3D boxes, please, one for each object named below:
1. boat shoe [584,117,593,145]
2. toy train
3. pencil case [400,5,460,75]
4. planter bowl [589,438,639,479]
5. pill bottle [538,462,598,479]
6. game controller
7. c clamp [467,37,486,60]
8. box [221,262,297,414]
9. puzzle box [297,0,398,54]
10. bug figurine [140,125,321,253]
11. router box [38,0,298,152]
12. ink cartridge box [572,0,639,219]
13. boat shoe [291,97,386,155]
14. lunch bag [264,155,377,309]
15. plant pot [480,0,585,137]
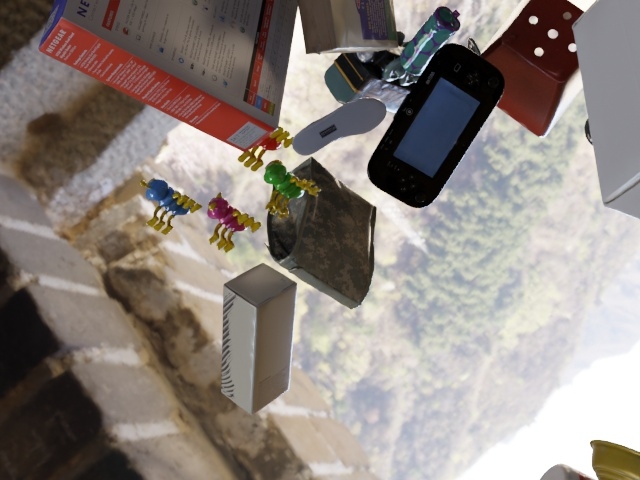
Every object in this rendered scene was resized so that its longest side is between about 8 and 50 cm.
[{"bbox_3d":[0.463,-0.143,1.129,0.233,0.084,0.079,1,175,-24],"label":"boat shoe"},{"bbox_3d":[0.153,-0.394,1.888,0.190,0.142,0.334,-40,161,26],"label":"toy train"},{"bbox_3d":[0.227,-0.414,1.648,0.070,0.064,0.152,-28,169,-38],"label":"pencil case"},{"bbox_3d":[0.457,0.371,1.097,0.090,0.217,0.217,-58,166,-14],"label":"planter bowl"},{"bbox_3d":[0.556,0.564,1.484,0.176,0.318,0.176,-63,180,-1],"label":"pill bottle"},{"bbox_3d":[0.224,-0.222,1.559,0.166,0.067,0.319,26,102,-28],"label":"game controller"},{"bbox_3d":[0.350,-0.374,1.746,0.022,0.137,0.161,-25,171,3],"label":"c clamp"},{"bbox_3d":[-0.120,0.189,1.510,0.113,0.094,0.275,-28,136,-41],"label":"box"},{"bbox_3d":[0.024,-0.476,1.141,0.052,0.409,0.272,-4,-169,24],"label":"puzzle box"},{"bbox_3d":[-0.140,-0.093,1.278,0.279,0.072,0.216,-32,136,18],"label":"bug figurine"},{"bbox_3d":[-0.176,-0.331,1.060,0.301,0.336,0.082,25,148,-30],"label":"router box"},{"bbox_3d":[0.384,-0.097,0.674,0.307,0.223,0.129,19,142,-19],"label":"ink cartridge box"},{"bbox_3d":[0.025,-0.163,1.110,0.142,0.049,0.040,-23,-162,10],"label":"boat shoe"},{"bbox_3d":[0.000,0.000,1.812,0.169,0.287,0.235,-30,129,35],"label":"lunch bag"},{"bbox_3d":[0.541,-0.459,1.947,0.267,0.267,0.236,-51,172,-5],"label":"plant pot"}]
